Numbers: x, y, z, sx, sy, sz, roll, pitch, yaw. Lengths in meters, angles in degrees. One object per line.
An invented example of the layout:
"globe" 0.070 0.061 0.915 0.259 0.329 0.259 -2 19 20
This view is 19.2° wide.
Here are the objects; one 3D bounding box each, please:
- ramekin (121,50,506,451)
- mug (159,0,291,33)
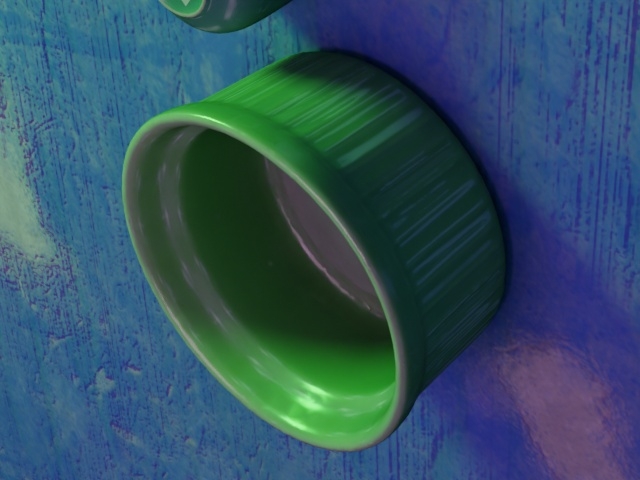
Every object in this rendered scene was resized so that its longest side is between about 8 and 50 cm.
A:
"ramekin" 0.000 0.000 1.480 0.303 0.148 0.303 33 142 30
"mug" -0.080 -0.232 1.408 0.129 0.097 0.157 20 135 42
